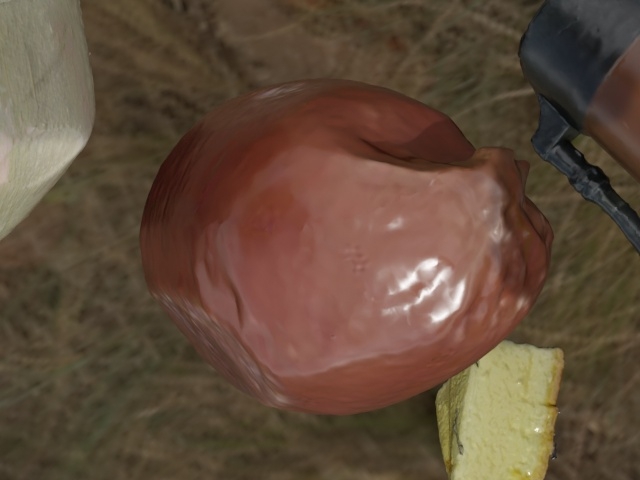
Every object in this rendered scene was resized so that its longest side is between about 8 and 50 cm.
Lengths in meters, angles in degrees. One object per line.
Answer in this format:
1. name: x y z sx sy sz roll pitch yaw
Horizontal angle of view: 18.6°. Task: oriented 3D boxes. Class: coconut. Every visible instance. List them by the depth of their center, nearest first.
1. coconut: -0.269 -0.105 1.388 0.224 0.224 0.234 11 112 24

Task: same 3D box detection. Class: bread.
1. bread: 0.128 0.132 1.372 0.084 0.109 0.080 15 130 -20

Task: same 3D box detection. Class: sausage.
1. sausage: 0.000 0.000 0.823 0.148 0.254 0.148 0 92 -11

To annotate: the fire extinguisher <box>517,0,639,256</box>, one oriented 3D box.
1. fire extinguisher: 0.263 0.008 1.098 0.376 0.113 0.200 45 133 21
